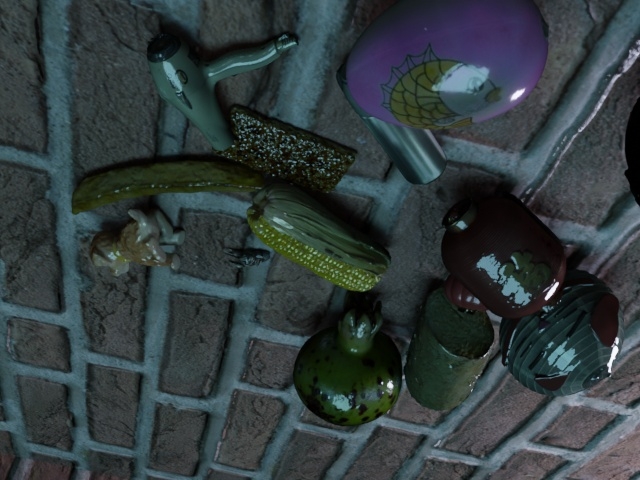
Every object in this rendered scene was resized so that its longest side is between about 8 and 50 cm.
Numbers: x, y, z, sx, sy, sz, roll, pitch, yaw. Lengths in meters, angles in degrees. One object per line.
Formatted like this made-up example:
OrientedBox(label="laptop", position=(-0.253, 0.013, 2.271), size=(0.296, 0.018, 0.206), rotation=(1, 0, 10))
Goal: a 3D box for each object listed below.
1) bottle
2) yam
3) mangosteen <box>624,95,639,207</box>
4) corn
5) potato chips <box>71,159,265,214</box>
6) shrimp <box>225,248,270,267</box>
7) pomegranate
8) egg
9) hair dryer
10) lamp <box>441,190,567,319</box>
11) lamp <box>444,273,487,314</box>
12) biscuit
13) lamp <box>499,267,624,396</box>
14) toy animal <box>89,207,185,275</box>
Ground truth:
OrientedBox(label="bottle", position=(0.109, -0.185, 1.387), size=(0.096, 0.079, 0.253), rotation=(14, 157, 41))
OrientedBox(label="yam", position=(0.266, 0.229, 1.876), size=(0.168, 0.168, 0.304), rotation=(9, 147, 1))
OrientedBox(label="mangosteen", position=(0.565, -0.112, 1.182), size=(0.314, 0.296, 0.297), rotation=(-1, 146, 35))
OrientedBox(label="corn", position=(0.002, -0.004, 1.645), size=(0.123, 0.122, 0.305), rotation=(-37, 131, 27))
OrientedBox(label="potato chips", position=(-0.296, -0.104, 1.620), size=(0.407, 0.057, 0.080), rotation=(-6, 156, 21))
OrientedBox(label="shrimp", position=(-0.149, 0.037, 1.805), size=(0.092, 0.038, 0.029), rotation=(3, 144, 9))
OrientedBox(label="pomegranate", position=(0.084, 0.257, 1.943), size=(0.242, 0.242, 0.306), rotation=(24, 114, -20))
OrientedBox(label="egg", position=(0.165, -0.242, 1.188), size=(0.271, 0.196, 0.196), rotation=(-13, 140, 41))
OrientedBox(label="hair dryer", position=(-0.144, -0.229, 1.390), size=(0.225, 0.088, 0.219), rotation=(-3, 143, -2))
OrientedBox(label="lamp", position=(0.316, 0.022, 1.544), size=(0.258, 0.180, 0.180), rotation=(44, 136, -15))
OrientedBox(label="lamp", position=(0.293, 0.096, 1.735), size=(0.108, 0.092, 0.107), rotation=(14, -179, 0))
OrientedBox(label="biscuit", position=(-0.062, -0.149, 1.526), size=(0.231, 0.025, 0.131), rotation=(19, 145, -13))
OrientedBox(label="lamp", position=(0.456, 0.174, 1.681), size=(0.233, 0.233, 0.265), rotation=(23, 115, -18))
OrientedBox(label="toy animal", position=(-0.388, -0.008, 1.745), size=(0.185, 0.104, 0.184), rotation=(-2, 150, 26))
